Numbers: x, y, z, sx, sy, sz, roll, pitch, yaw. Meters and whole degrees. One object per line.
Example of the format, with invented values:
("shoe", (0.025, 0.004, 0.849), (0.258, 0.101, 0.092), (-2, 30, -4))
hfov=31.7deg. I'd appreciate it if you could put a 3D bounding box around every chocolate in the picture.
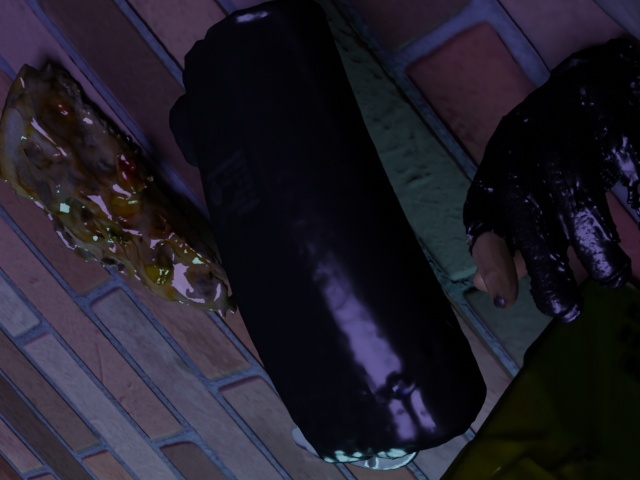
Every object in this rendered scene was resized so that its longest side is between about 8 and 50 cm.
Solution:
("chocolate", (0.222, 0.221, 0.775), (0.301, 0.289, 0.137), (37, 152, 7))

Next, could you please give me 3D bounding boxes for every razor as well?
("razor", (-0.004, 0.000, 0.816), (0.189, 0.107, 0.326), (-30, 81, 59))

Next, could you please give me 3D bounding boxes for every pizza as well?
("pizza", (-0.199, -0.024, 1.075), (0.297, 0.071, 0.189), (44, 141, -2))

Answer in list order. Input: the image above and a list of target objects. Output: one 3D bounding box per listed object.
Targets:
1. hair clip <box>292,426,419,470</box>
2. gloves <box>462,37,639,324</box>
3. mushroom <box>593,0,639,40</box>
("hair clip", (0.031, 0.158, 1.065), (0.140, 0.054, 0.220), (21, 139, 19))
("gloves", (0.140, -0.032, 0.686), (0.129, 0.180, 0.106), (-13, 116, 46))
("mushroom", (0.166, -0.180, 0.598), (0.351, 0.097, 0.109), (48, 141, -3))
